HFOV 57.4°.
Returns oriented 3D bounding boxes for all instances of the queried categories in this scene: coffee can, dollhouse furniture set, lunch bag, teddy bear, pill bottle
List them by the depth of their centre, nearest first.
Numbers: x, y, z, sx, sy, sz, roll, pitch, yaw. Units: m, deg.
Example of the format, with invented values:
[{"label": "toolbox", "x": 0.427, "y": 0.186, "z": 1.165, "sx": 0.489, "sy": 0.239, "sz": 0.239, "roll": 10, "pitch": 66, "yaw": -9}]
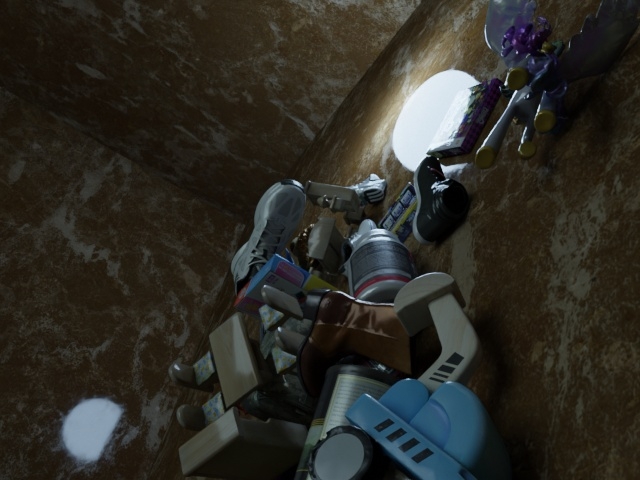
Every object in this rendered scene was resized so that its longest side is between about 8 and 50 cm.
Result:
[{"label": "coffee can", "x": 0.068, "y": 0.411, "z": 1.144, "sx": 0.201, "sy": 0.202, "sz": 0.275, "roll": -37, "pitch": 27, "yaw": 54}, {"label": "dollhouse furniture set", "x": -0.210, "y": 0.347, "z": 1.397, "sx": 0.362, "sy": 0.256, "sz": 0.394, "roll": -39, "pitch": 48, "yaw": 18}, {"label": "pill bottle", "x": 0.158, "y": 0.100, "z": 1.476, "sx": 0.176, "sy": 0.176, "sz": 0.318, "roll": -53, "pitch": 17, "yaw": 24}, {"label": "lunch bag", "x": -0.053, "y": 0.352, "z": 1.621, "sx": 0.256, "sy": 0.213, "sz": 0.305, "roll": -34, "pitch": 28, "yaw": 52}, {"label": "dollhouse furniture set", "x": 0.000, "y": 0.000, "z": 1.964, "sx": 0.303, "sy": 0.174, "sz": 0.355, "roll": 52, "pitch": -127, "yaw": -64}, {"label": "teddy bear", "x": -0.046, "y": 0.048, "z": 2.173, "sx": 0.338, "sy": 0.113, "sz": 0.245, "roll": -15, "pitch": -53, "yaw": -79}]

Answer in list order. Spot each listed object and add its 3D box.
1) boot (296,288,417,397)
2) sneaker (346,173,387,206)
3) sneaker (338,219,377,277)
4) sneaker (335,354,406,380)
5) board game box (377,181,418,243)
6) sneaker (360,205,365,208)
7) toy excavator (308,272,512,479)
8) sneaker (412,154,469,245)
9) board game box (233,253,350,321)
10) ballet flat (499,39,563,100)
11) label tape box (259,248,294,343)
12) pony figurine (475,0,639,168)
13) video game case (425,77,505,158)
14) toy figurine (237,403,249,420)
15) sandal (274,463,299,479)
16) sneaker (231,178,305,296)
[{"label": "boot", "x": 0.089, "y": 0.249, "z": 1.292, "sx": 0.280, "sy": 0.096, "sz": 0.264, "roll": 8, "pitch": 90, "yaw": 35}, {"label": "sneaker", "x": 0.144, "y": -0.181, "z": 2.142, "sx": 0.229, "sy": 0.086, "sz": 0.132, "roll": -4, "pitch": 37, "yaw": 32}, {"label": "sneaker", "x": 0.120, "y": 0.016, "z": 1.903, "sx": 0.094, "sy": 0.091, "sz": 0.258, "roll": -45, "pitch": 21, "yaw": 42}, {"label": "sneaker", "x": 0.096, "y": 0.308, "z": 1.399, "sx": 0.299, "sy": 0.121, "sz": 0.112, "roll": -26, "pitch": 40, "yaw": 61}, {"label": "board game box", "x": 0.251, "y": -0.078, "z": 1.753, "sx": 0.170, "sy": 0.048, "sz": 0.141, "roll": -55, "pitch": 18, "yaw": 16}, {"label": "sneaker", "x": 0.130, "y": -0.141, "z": 2.201, "sx": 0.051, "sy": 0.070, "sz": 0.134, "roll": -35, "pitch": 28, "yaw": 60}, {"label": "toy excavator", "x": 0.191, "y": 0.283, "z": 0.963, "sx": 0.445, "sy": 0.222, "sz": 0.433, "roll": -41, "pitch": 34, "yaw": -16}, {"label": "sneaker", "x": 0.325, "y": -0.136, "z": 1.542, "sx": 0.147, "sy": 0.105, "sz": 0.295, "roll": -40, "pitch": 31, "yaw": 47}, {"label": "board game box", "x": -0.063, "y": 0.194, "z": 1.734, "sx": 0.242, "sy": 0.317, "sz": 0.064, "roll": -44, "pitch": 22, "yaw": 43}, {"label": "ballet flat", "x": 0.536, "y": -0.444, "z": 1.502, "sx": 0.188, "sy": 0.070, "sz": 0.070, "roll": -52, "pitch": 17, "yaw": 25}, {"label": "label tape box", "x": -0.153, "y": 0.223, "z": 2.066, "sx": 0.249, "sy": 0.115, "sz": 0.347, "roll": -133, "pitch": 41, "yaw": -74}, {"label": "pony figurine", "x": 0.455, "y": -0.355, "z": 1.228, "sx": 0.363, "sy": 0.303, "sz": 0.351, "roll": -56, "pitch": -17, "yaw": -44}, {"label": "video game case", "x": 0.423, "y": -0.355, "z": 1.729, "sx": 0.232, "sy": 0.042, "sz": 0.210, "roll": -61, "pitch": 17, "yaw": -6}, {"label": "toy figurine", "x": -0.216, "y": 0.597, "z": 1.746, "sx": 0.217, "sy": 0.191, "sz": 0.362, "roll": -60, "pitch": 14, "yaw": 18}, {"label": "sandal", "x": -0.098, "y": 0.632, "z": 1.435, "sx": 0.446, "sy": 0.107, "sz": 0.167, "roll": -47, "pitch": 20, "yaw": 38}, {"label": "sneaker", "x": -0.165, "y": 0.026, "z": 1.983, "sx": 0.447, "sy": 0.169, "sz": 0.257, "roll": -60, "pitch": 22, "yaw": 23}]
